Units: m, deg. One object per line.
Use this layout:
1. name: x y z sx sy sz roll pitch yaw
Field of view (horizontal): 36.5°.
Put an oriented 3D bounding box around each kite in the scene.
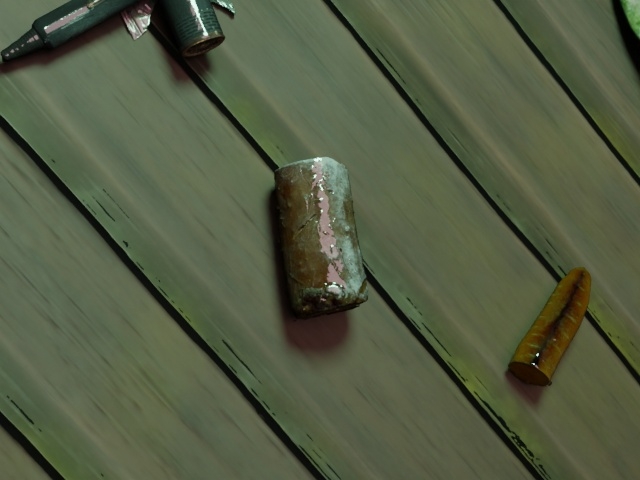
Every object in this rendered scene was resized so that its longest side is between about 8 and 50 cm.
1. kite: -0.151 -0.251 0.921 0.156 0.011 0.139 21 77 -16

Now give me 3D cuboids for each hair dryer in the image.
1. hair dryer: -0.206 -0.231 0.874 0.194 0.050 0.173 -21 86 -18

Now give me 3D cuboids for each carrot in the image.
1. carrot: 0.247 0.085 1.003 0.048 0.048 0.139 41 68 -11

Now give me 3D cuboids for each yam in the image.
1. yam: 0.001 0.000 0.902 0.079 0.079 0.141 -6 82 -23

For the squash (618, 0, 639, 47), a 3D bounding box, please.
1. squash: 0.543 -0.329 1.088 0.308 0.310 0.310 -9 84 -38
